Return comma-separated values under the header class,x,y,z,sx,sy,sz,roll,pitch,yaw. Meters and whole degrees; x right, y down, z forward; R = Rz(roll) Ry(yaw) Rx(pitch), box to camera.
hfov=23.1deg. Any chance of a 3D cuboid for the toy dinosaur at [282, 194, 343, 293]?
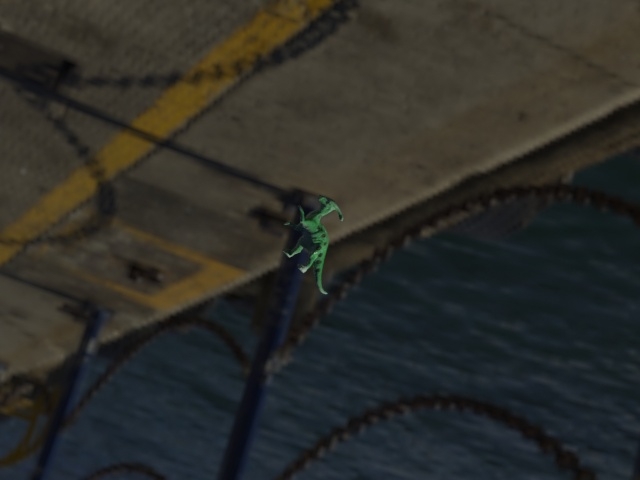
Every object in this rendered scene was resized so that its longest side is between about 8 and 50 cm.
class,x,y,z,sx,sy,sz,roll,pitch,yaw
toy dinosaur,0.000,0.000,1.363,0.083,0.062,0.021,50,174,-30
